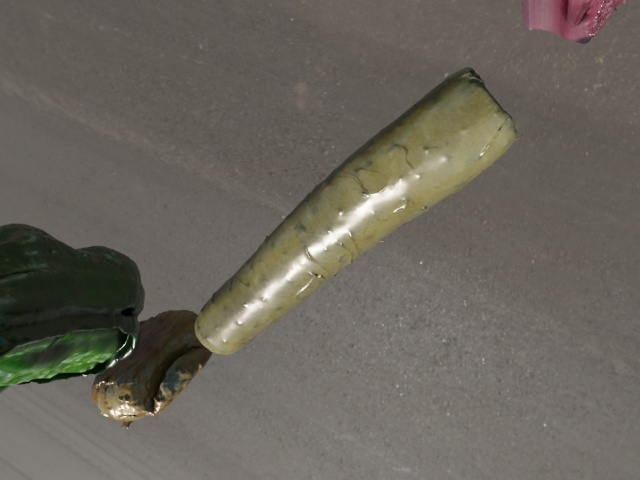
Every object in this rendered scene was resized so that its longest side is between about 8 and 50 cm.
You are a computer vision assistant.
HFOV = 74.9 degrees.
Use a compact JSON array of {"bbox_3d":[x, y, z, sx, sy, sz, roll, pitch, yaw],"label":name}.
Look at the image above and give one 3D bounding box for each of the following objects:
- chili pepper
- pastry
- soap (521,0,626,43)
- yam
[{"bbox_3d":[-0.341,0.068,0.399,0.213,0.385,0.168,-30,77,14],"label":"chili pepper"},{"bbox_3d":[-0.302,0.216,0.761,0.100,0.218,0.229,58,162,-22],"label":"pastry"},{"bbox_3d":[0.342,-0.404,0.485,0.127,0.324,0.220,44,102,24],"label":"soap"},{"bbox_3d":[0.000,0.000,0.387,0.371,0.083,0.083,-39,94,30],"label":"yam"}]
